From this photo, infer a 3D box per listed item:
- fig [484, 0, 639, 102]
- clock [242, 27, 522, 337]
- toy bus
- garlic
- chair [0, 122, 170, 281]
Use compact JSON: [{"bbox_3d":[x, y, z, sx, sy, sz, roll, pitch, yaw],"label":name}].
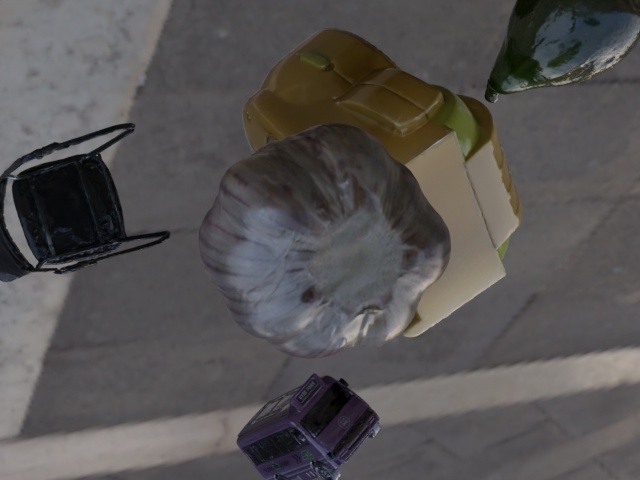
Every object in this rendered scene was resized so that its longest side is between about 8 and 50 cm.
[{"bbox_3d":[0.214,-0.186,1.247,0.177,0.117,0.117,-42,147,18],"label":"fig"},{"bbox_3d":[0.046,-0.084,1.436,0.200,0.317,0.244,-37,134,-16],"label":"clock"},{"bbox_3d":[-0.017,0.206,1.457,0.087,0.098,0.178,-44,-175,-30],"label":"toy bus"},{"bbox_3d":[0.000,0.000,0.840,0.159,0.102,0.147,9,99,-31],"label":"garlic"},{"bbox_3d":[-0.298,-0.033,1.568,0.145,0.140,0.221,-19,-178,-35],"label":"chair"}]
